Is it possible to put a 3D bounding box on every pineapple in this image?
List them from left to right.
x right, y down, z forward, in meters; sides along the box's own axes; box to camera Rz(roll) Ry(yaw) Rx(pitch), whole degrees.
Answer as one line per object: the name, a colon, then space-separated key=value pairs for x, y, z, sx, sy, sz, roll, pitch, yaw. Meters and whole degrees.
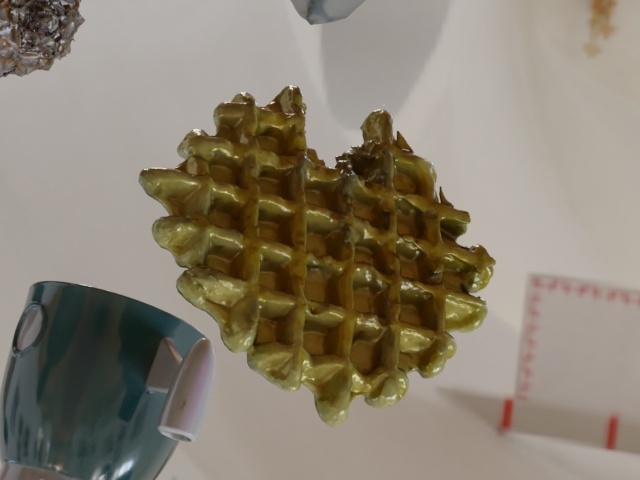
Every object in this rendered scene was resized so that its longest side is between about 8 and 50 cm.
pineapple: x=-0.231 y=-0.158 z=0.974 sx=0.103 sy=0.083 sz=0.221 roll=-35 pitch=-140 yaw=-27

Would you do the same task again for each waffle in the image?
waffle: x=-0.001 y=0.001 z=1.131 sx=0.250 sy=0.261 sz=0.056 roll=-32 pitch=173 yaw=-36

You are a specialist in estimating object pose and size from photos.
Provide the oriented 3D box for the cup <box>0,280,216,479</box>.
cup: x=-0.188 y=0.144 z=1.250 sx=0.167 sy=0.173 sz=0.299 roll=29 pitch=157 yaw=-33

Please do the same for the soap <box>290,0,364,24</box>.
soap: x=0.003 y=-0.411 z=0.975 sx=0.213 sy=0.435 sz=0.350 roll=-24 pitch=169 yaw=-22
